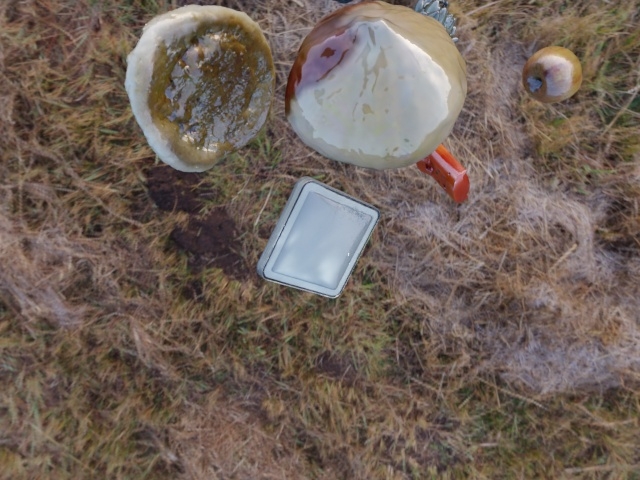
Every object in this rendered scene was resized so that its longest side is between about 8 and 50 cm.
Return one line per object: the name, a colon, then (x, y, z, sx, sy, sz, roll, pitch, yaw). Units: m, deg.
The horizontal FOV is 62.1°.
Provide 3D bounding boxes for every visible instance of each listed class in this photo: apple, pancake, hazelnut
apple: (0.345, -0.247, 0.791, 0.071, 0.084, 0.084, -35, 106, -17)
pancake: (-0.177, -0.239, 0.843, 0.049, 0.282, 0.282, 29, 120, 32)
hazelnut: (0.080, -0.224, 0.744, 0.261, 0.261, 0.241, 10, 152, 7)

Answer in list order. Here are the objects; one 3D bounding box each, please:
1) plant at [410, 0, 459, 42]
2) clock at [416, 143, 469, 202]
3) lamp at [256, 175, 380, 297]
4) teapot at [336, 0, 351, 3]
plant: (0.213, -0.420, 1.148, 0.194, 0.129, 0.132, -41, 64, 31)
clock: (0.296, -0.168, 1.293, 0.061, 0.155, 0.113, -33, 146, -3)
lamp: (0.000, 0.000, 1.326, 0.266, 0.047, 0.269, 20, 101, -40)
teapot: (0.014, -0.355, 0.600, 0.108, 0.111, 0.149, 7, 144, -29)
